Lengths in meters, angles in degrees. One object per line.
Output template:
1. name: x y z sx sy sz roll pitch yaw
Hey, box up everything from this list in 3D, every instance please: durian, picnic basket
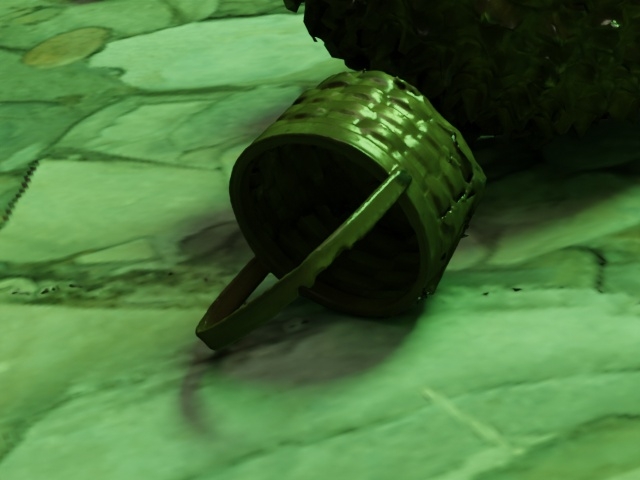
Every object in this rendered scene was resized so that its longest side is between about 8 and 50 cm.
1. durian: 0.079 -0.111 0.584 0.196 0.167 0.196 4 35 -3
2. picnic basket: 0.000 0.000 0.487 0.072 0.072 0.083 9 41 35
